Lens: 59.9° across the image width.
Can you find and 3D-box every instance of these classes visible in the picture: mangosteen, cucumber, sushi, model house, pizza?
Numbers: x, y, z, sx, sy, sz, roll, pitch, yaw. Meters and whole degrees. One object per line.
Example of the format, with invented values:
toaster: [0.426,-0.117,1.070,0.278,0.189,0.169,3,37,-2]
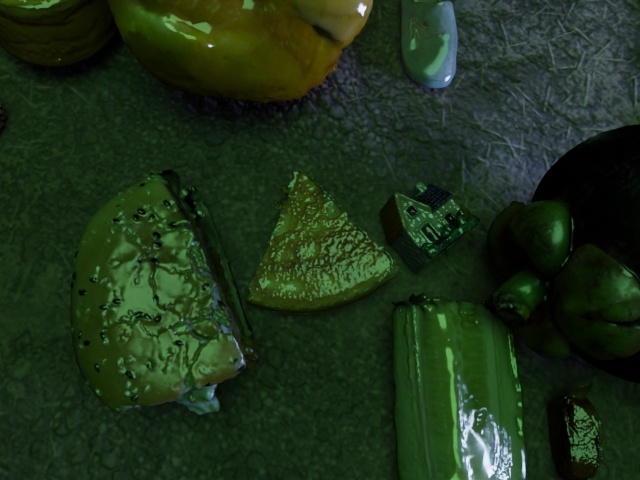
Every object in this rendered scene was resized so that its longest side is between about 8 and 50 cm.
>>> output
mangosteen: [0.353,0.030,0.626,0.300,0.300,0.300,1,74,-2]
cucumber: [0.160,0.230,0.658,0.145,0.105,0.325,6,72,-28]
sushi: [0.317,0.237,0.683,0.055,0.052,0.120,-1,75,-3]
model house: [0.139,-0.029,0.734,0.101,0.088,0.100,-36,80,-15]
pizza: [0.000,0.000,0.736,0.201,0.053,0.193,-5,76,8]

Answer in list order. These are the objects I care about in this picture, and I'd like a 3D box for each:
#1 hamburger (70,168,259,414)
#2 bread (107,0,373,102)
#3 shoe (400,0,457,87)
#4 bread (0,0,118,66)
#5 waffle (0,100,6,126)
hamburger: [-0.191,0.071,0.651,0.192,0.167,0.288,-22,77,-10]
bread: [-0.119,-0.379,0.739,0.361,0.250,0.394,1,79,-17]
shoe: [0.160,-0.326,0.824,0.079,0.078,0.195,-2,71,-3]
bread: [-0.370,-0.381,0.784,0.196,0.142,0.269,10,71,-5]
waffle: [-0.485,-0.173,0.781,0.075,0.029,0.083,26,78,8]
